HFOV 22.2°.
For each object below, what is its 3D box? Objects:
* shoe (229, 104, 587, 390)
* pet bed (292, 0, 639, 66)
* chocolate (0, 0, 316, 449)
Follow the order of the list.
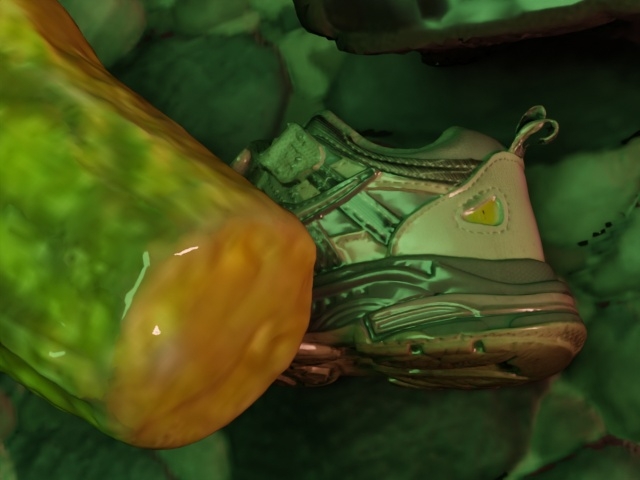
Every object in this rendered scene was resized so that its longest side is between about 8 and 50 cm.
[{"bbox_3d":[0.000,0.000,0.555,0.180,0.089,0.092,-1,75,18],"label":"shoe"},{"bbox_3d":[0.092,-0.159,0.540,0.211,0.159,0.183,-9,98,20],"label":"pet bed"},{"bbox_3d":[-0.186,-0.063,0.560,0.445,0.162,0.162,32,88,37],"label":"chocolate"}]
